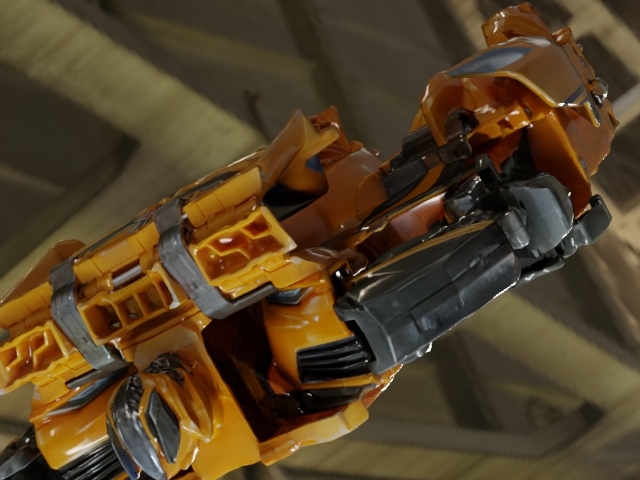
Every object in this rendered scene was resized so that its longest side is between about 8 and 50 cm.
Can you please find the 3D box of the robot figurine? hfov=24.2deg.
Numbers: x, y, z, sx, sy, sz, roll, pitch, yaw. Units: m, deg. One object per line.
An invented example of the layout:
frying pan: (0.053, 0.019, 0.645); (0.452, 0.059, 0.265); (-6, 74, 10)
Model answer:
robot figurine: (0.000, 0.000, 0.509); (0.085, 0.211, 0.291); (61, -153, -4)
